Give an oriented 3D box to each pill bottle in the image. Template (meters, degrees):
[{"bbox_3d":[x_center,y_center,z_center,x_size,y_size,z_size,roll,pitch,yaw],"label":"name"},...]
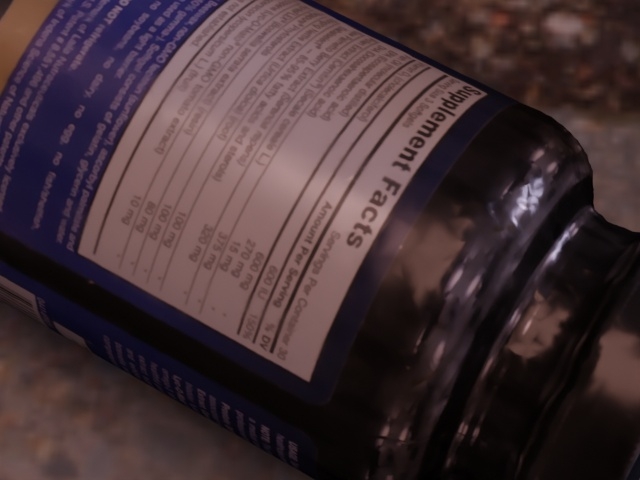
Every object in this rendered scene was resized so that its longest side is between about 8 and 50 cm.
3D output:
[{"bbox_3d":[0.000,0.000,0.504,0.219,0.123,0.123,28,70,14],"label":"pill bottle"}]
